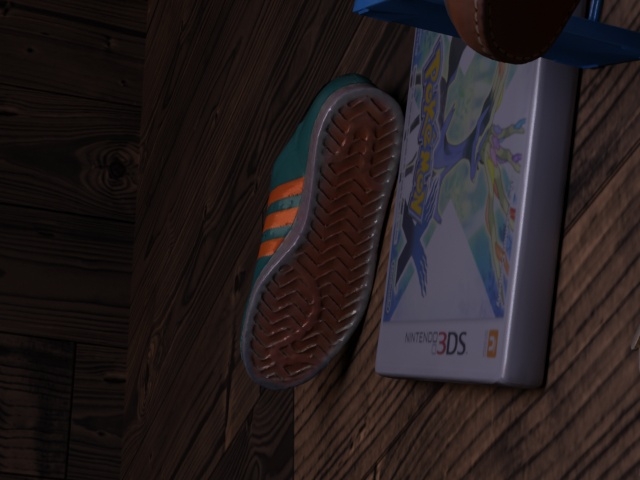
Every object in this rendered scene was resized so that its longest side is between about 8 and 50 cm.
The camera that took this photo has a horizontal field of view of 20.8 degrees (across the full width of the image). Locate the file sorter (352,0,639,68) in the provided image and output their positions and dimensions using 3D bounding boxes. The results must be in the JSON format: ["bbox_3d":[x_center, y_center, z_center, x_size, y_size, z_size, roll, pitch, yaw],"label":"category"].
[{"bbox_3d":[0.125,-0.180,1.106,0.118,0.170,0.104,-176,97,-75],"label":"file sorter"}]

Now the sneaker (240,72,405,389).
[{"bbox_3d":[-0.002,-0.010,1.638,0.121,0.108,0.302,-125,54,-71],"label":"sneaker"}]

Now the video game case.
[{"bbox_3d":[0.117,-0.055,1.327,0.300,0.036,0.329,168,110,-74],"label":"video game case"}]

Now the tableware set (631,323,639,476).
[{"bbox_3d":[0.200,0.041,0.938,0.169,0.020,0.141,-82,11,-58],"label":"tableware set"}]

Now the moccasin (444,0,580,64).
[{"bbox_3d":[0.191,-0.247,0.902,0.147,0.139,0.380,47,113,28],"label":"moccasin"}]
